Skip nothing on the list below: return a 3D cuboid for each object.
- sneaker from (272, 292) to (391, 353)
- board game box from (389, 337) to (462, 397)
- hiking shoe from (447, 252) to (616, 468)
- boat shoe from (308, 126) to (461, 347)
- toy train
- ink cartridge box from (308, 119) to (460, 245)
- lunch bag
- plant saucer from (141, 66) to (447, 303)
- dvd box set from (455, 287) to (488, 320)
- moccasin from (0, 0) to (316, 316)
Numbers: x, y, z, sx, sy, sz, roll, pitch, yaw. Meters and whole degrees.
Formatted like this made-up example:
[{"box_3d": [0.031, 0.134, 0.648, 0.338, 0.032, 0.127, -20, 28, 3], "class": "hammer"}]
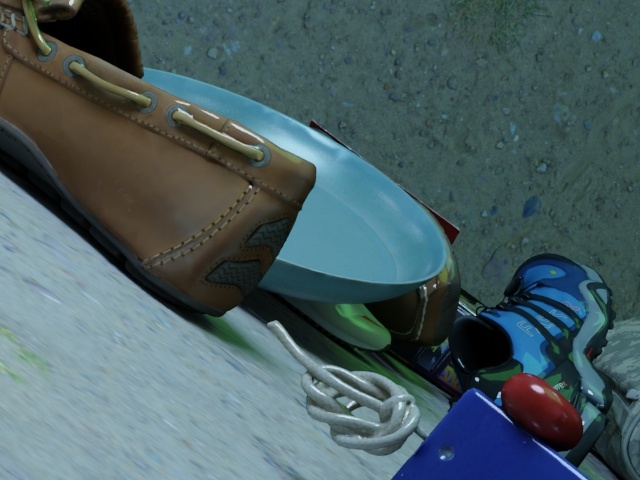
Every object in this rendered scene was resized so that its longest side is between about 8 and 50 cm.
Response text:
[{"box_3d": [0.001, 0.023, 1.588, 0.161, 0.075, 0.057, 36, 4, 5], "class": "sneaker"}, {"box_3d": [0.094, 0.089, 1.856, 0.141, 0.048, 0.170, 37, 3, -25], "class": "board game box"}, {"box_3d": [0.180, 0.082, 1.745, 0.132, 0.113, 0.304, 29, 24, -11], "class": "hiking shoe"}, {"box_3d": [0.000, 0.000, 1.749, 0.120, 0.123, 0.324, -4, 26, -31], "class": "boat shoe"}, {"box_3d": [0.087, 0.127, 0.933, 0.248, 0.105, 0.143, 38, -6, 33], "class": "toy train"}, {"box_3d": [0.035, -0.010, 1.946, 0.181, 0.056, 0.225, 36, -16, 5], "class": "ink cartridge box"}, {"box_3d": [0.414, 0.206, 2.243, 0.256, 0.213, 0.305, 18, 7, -14], "class": "lunch bag"}, {"box_3d": [-0.056, -0.037, 1.490, 0.317, 0.044, 0.317, 23, 19, -8], "class": "plant saucer"}, {"box_3d": [0.118, 0.067, 2.261, 0.307, 0.062, 0.420, 37, 3, 14], "class": "dvd box set"}, {"box_3d": [-0.161, -0.113, 1.237, 0.380, 0.147, 0.139, 38, 4, 30], "class": "moccasin"}]
